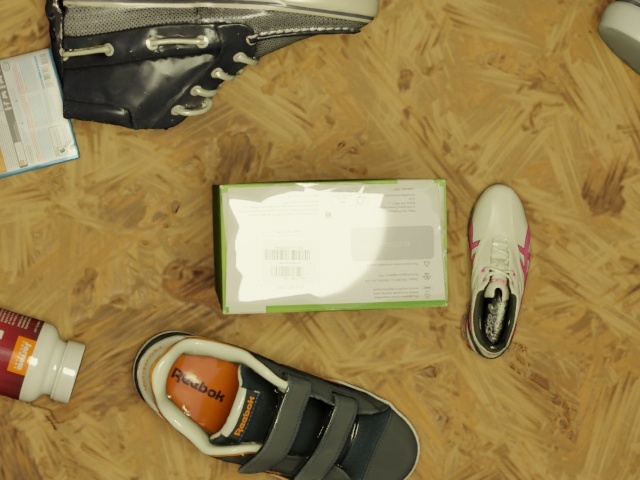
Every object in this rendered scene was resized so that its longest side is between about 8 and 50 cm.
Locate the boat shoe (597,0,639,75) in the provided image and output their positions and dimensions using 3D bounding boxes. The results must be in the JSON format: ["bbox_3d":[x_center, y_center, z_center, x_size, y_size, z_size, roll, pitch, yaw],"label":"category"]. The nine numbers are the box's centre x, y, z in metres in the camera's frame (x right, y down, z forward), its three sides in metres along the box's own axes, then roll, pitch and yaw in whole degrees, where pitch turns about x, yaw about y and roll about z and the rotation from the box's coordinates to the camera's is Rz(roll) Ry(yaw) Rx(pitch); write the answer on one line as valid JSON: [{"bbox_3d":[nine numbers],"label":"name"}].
[{"bbox_3d":[0.473,-0.190,1.580,0.367,0.136,0.156,29,89,-9],"label":"boat shoe"}]

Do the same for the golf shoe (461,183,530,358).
[{"bbox_3d":[0.191,0.032,1.585,0.067,0.086,0.186,3,91,-4],"label":"golf shoe"}]

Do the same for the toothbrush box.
[{"bbox_3d":[0.000,0.000,1.464,0.206,0.283,0.122,-2,93,-6],"label":"toothbrush box"}]

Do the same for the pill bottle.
[{"bbox_3d":[-0.321,0.115,1.535,0.152,0.086,0.086,17,90,-6],"label":"pill bottle"}]

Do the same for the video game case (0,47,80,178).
[{"bbox_3d":[-0.346,-0.122,1.559,0.166,0.015,0.119,-15,94,-5],"label":"video game case"}]

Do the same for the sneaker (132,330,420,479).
[{"bbox_3d":[-0.043,0.188,1.548,0.321,0.127,0.126,20,89,-8],"label":"sneaker"}]

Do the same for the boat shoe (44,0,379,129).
[{"bbox_3d":[-0.112,-0.191,1.537,0.340,0.127,0.158,2,99,2],"label":"boat shoe"}]
